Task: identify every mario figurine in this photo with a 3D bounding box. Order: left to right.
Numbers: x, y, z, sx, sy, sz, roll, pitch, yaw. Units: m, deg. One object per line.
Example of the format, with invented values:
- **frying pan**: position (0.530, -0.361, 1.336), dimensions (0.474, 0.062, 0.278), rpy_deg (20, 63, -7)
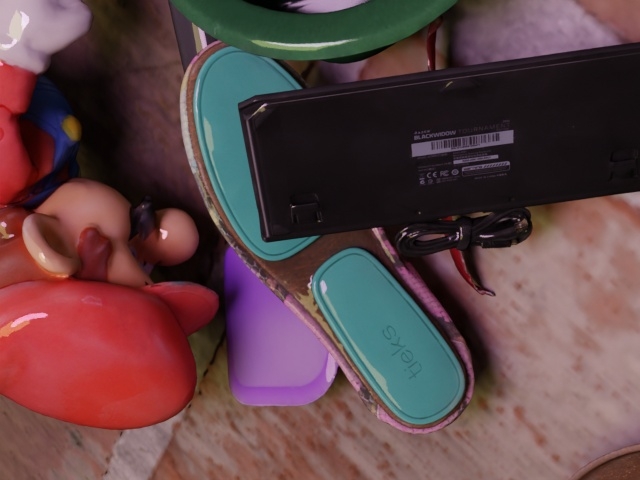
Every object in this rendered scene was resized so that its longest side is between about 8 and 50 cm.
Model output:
- **mario figurine**: position (-0.147, -0.044, 0.777), dimensions (0.170, 0.198, 0.320), rpy_deg (-33, 75, 12)

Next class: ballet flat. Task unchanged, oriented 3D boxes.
- **ballet flat**: position (0.000, 0.000, 0.687), dimensions (0.221, 0.077, 0.079), rpy_deg (55, 178, -7)

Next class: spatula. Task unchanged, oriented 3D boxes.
- **spatula**: position (-0.047, -0.052, 0.741), dimensions (0.084, 0.030, 0.296), rpy_deg (-4, 105, 40)

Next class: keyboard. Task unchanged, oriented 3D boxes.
- **keyboard**: position (0.060, -0.035, 0.587), dimensions (0.180, 0.023, 0.108), rpy_deg (-7, 134, 1)

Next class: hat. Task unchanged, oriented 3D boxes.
- **hat**: position (0.023, -0.118, 0.657), dimensions (0.173, 0.183, 0.208), rpy_deg (17, 75, 21)

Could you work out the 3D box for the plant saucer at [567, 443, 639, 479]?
- **plant saucer**: position (0.194, 0.178, 0.637), dimensions (0.199, 0.036, 0.198), rpy_deg (16, 117, 34)
